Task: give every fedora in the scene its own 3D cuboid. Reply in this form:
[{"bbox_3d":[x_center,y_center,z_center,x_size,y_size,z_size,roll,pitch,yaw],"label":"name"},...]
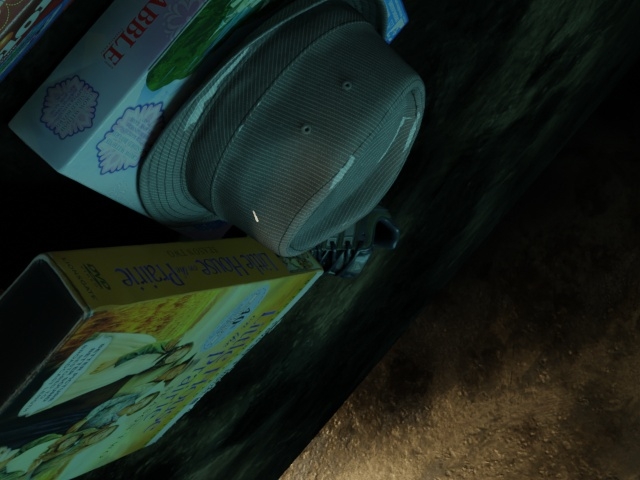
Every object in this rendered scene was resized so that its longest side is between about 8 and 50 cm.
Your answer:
[{"bbox_3d":[-0.009,-0.081,0.803,0.275,0.124,0.244,-44,161,-14],"label":"fedora"}]

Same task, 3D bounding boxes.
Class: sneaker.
[{"bbox_3d":[0.000,0.000,1.216,0.300,0.121,0.111,-31,155,-43],"label":"sneaker"}]

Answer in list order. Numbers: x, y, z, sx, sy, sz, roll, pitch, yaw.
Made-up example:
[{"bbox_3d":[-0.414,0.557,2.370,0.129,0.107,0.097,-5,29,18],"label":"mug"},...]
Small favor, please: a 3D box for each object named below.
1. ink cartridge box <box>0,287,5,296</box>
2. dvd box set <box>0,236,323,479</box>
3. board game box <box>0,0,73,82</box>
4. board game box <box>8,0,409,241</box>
[{"bbox_3d":[-0.336,0.144,0.814,0.198,0.067,0.115,-39,160,-31],"label":"ink cartridge box"},{"bbox_3d":[-0.190,0.122,0.848,0.307,0.062,0.420,-45,166,17],"label":"dvd box set"},{"bbox_3d":[-0.228,-0.080,0.554,0.281,0.027,0.145,-49,-167,0],"label":"board game box"},{"bbox_3d":[-0.069,-0.156,0.822,0.318,0.066,0.318,-49,162,2],"label":"board game box"}]
